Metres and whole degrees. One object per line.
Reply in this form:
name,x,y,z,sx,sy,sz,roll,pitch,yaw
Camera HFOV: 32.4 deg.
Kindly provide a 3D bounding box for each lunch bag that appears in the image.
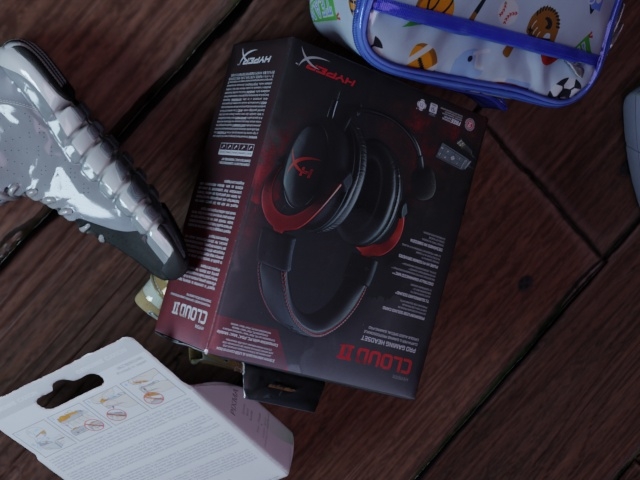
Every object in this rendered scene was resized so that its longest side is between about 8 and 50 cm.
lunch bag,0.148,-0.237,0.959,0.303,0.115,0.243,7,106,-34

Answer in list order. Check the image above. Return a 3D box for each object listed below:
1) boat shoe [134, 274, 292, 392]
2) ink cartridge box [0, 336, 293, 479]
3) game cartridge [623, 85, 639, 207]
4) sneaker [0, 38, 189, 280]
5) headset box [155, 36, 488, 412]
boat shoe,-0.094,0.090,1.028,0.072,0.068,0.190,-40,117,11
ink cartridge box,-0.160,0.164,0.979,0.181,0.056,0.225,-26,125,23
game cartridge,0.443,-0.082,1.221,0.198,0.062,0.297,-33,122,-5
sneaker,-0.216,-0.036,0.884,0.132,0.086,0.229,-36,98,3
headset box,0.000,0.000,0.957,0.218,0.110,0.293,18,86,-31
